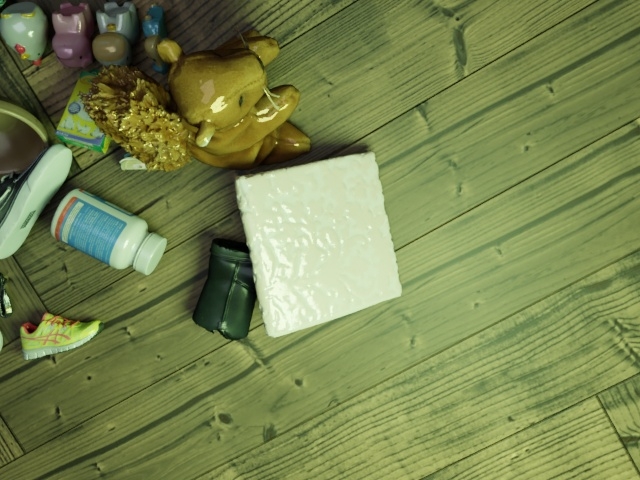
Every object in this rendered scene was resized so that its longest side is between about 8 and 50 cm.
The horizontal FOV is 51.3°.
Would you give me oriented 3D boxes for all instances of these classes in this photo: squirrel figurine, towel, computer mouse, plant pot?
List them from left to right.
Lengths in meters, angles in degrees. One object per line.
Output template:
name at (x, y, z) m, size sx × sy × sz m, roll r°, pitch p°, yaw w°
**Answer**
computer mouse at (-0.810, 0.145, 1.543) m, size 0.192 × 0.042 × 0.106 m, roll -13°, pitch 104°, yaw 2°
plant pot at (-0.701, -0.234, 1.411) m, size 0.237 × 0.237 × 0.110 m, roll -19°, pitch 57°, yaw 8°
squirrel figurine at (-0.236, -0.243, 1.256) m, size 0.396 × 0.370 × 0.281 m, roll -17°, pitch 97°, yaw 4°
towel at (0.000, 0.000, 1.378) m, size 0.316 × 0.053 × 0.332 m, roll -15°, pitch 100°, yaw -22°

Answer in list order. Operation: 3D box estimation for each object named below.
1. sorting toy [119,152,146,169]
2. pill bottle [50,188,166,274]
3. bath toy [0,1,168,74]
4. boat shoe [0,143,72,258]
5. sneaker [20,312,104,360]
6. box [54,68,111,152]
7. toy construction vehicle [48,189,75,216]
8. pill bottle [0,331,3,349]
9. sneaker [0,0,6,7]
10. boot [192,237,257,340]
sorting toy at (-0.397, -0.173, 1.438) m, size 0.083 × 0.075 × 0.045 m, roll 0°, pitch 99°, yaw 4°
pill bottle at (-0.454, -0.012, 1.444) m, size 0.221 × 0.124 × 0.124 m, roll 27°, pitch 100°, yaw 1°
bath toy at (-0.493, -0.415, 1.386) m, size 0.348 × 0.151 × 0.129 m, roll 4°, pitch 131°, yaw 6°
boat shoe at (-0.648, -0.101, 1.435) m, size 0.102 × 0.108 × 0.301 m, roll 40°, pitch 110°, yaw 3°
sneaker at (-0.596, 0.205, 1.514) m, size 0.208 × 0.081 × 0.094 m, roll -15°, pitch 95°, yaw 8°
box at (-0.477, -0.284, 1.415) m, size 0.105 × 0.043 × 0.179 m, roll 15°, pitch 72°, yaw 3°
toy construction vehicle at (-0.593, -0.088, 1.493) m, size 0.085 × 0.035 × 0.098 m, roll 35°, pitch 103°, yaw 5°
pill bottle at (-0.808, 0.237, 1.545) m, size 0.116 × 0.065 × 0.065 m, roll -4°, pitch 99°, yaw 6°
sneaker at (-0.727, -0.450, 1.376) m, size 0.178 × 0.123 × 0.296 m, roll 0°, pitch 100°, yaw 38°
boot at (-0.144, 0.118, 1.457) m, size 0.246 × 0.094 × 0.207 m, roll 12°, pitch 107°, yaw -6°
